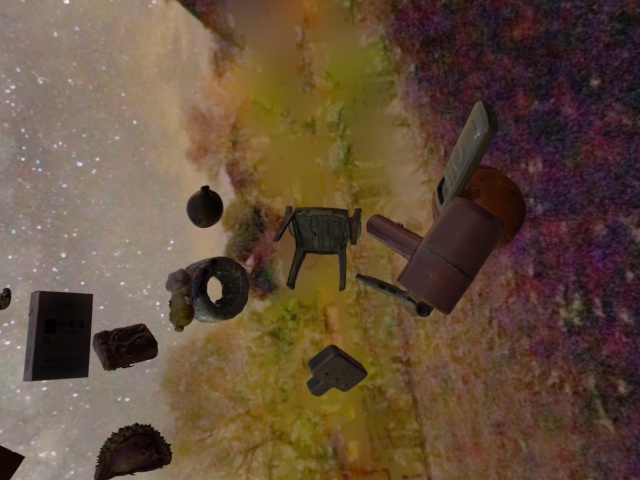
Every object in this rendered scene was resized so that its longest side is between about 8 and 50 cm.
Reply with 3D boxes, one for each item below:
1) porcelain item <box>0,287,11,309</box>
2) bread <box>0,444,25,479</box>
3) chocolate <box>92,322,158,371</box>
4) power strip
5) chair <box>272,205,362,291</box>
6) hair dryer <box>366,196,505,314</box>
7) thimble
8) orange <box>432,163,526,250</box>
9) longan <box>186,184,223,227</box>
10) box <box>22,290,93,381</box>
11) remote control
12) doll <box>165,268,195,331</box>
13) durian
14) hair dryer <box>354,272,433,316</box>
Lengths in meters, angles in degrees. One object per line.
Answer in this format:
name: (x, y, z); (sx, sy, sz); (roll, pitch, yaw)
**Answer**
porcelain item: (-0.790, 0.143, 1.012); (0.084, 0.213, 0.054); (46, 135, 49)
bread: (-0.799, 0.561, 1.156); (0.035, 0.090, 0.095); (-35, 25, 46)
chocolate: (-0.708, 0.381, 1.725); (0.148, 0.214, 0.093); (42, 127, 33)
power strip: (0.041, 0.487, 1.698); (0.265, 0.193, 0.059); (44, -170, -46)
chair: (0.000, 0.000, 1.207); (0.275, 0.203, 0.191); (-76, -13, -56)
hair dryer: (0.206, -0.010, 1.020); (0.211, 0.125, 0.352); (-57, 34, 3)
thimble: (-0.357, 0.165, 1.611); (0.237, 0.150, 0.238); (16, -113, -44)
orange: (0.418, -0.085, 1.257); (0.246, 0.245, 0.247); (172, 90, -87)
longan: (-0.305, -0.093, 1.243); (0.106, 0.106, 0.119); (-104, 18, -60)
box: (-0.733, 0.267, 1.322); (0.155, 0.067, 0.243); (15, -112, -49)
remote control: (0.320, -0.175, 1.056); (0.310, 0.038, 0.090); (101, 166, -58)
doll: (-0.349, 0.144, 1.166); (0.106, 0.062, 0.163); (-54, 39, 33)
durian: (-0.422, 0.454, 1.071); (0.119, 0.186, 0.108); (33, 111, 46)
hair dryer: (0.221, 0.150, 1.261); (0.089, 0.224, 0.219); (-67, 15, 1)
